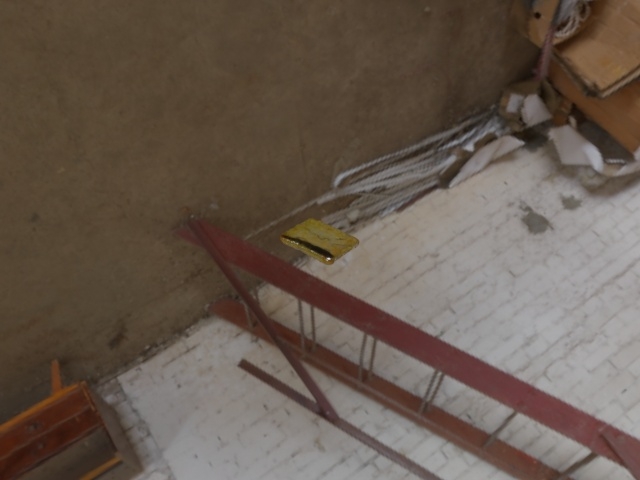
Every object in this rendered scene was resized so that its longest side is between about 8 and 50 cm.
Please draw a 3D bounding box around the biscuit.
[{"bbox_3d":[0.000,0.000,0.834,0.081,0.083,0.018,-35,144,-53],"label":"biscuit"}]
